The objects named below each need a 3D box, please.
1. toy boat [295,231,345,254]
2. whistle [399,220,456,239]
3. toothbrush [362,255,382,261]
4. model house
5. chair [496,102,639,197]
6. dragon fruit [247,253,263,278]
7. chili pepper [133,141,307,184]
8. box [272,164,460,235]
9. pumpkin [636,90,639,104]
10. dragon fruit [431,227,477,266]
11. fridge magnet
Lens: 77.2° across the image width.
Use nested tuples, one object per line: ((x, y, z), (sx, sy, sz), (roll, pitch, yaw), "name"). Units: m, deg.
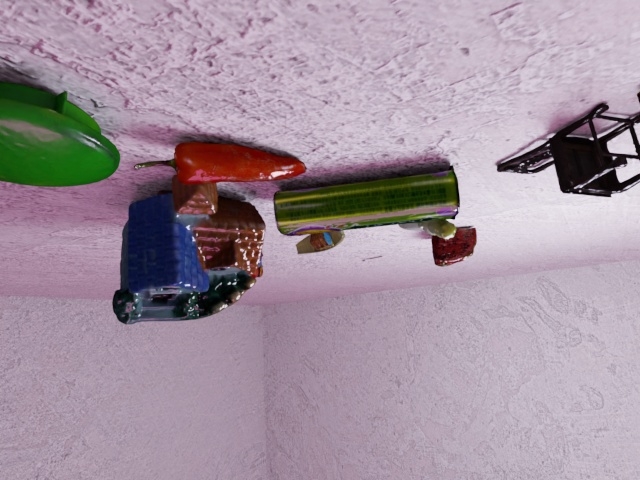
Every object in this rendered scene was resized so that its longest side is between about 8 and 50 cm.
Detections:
((0.000, 0.000, 1.139), (0.172, 0.065, 0.066), (-22, 171, 39), "toy boat")
((0.240, -0.046, 0.894), (0.104, 0.057, 0.198), (-6, -168, -7), "whistle")
((0.209, 0.074, 1.622), (0.097, 0.008, 0.006), (-16, 176, 39), "toothbrush")
((-0.236, 0.016, 0.811), (0.295, 0.252, 0.329), (6, 158, -32), "model house")
((0.412, -0.119, 0.666), (0.106, 0.113, 0.229), (3, 162, -17), "chair")
((-0.230, 0.071, 1.176), (0.133, 0.166, 0.136), (17, -165, -4), "dragon fruit")
((-0.140, -0.118, 0.620), (0.272, 0.071, 0.063), (-3, 128, -24), "chili pepper")
((0.090, -0.073, 0.795), (0.345, 0.097, 0.134), (-6, 175, 10), "box")
((0.471, -0.196, 0.513), (0.073, 0.035, 0.101), (20, 159, -33), "pumpkin")
((0.411, 0.029, 1.255), (0.120, 0.127, 0.161), (3, 167, 6), "dragon fruit")
((-0.361, -0.120, 0.493), (0.208, 0.088, 0.208), (-2, 166, -1), "fridge magnet")
